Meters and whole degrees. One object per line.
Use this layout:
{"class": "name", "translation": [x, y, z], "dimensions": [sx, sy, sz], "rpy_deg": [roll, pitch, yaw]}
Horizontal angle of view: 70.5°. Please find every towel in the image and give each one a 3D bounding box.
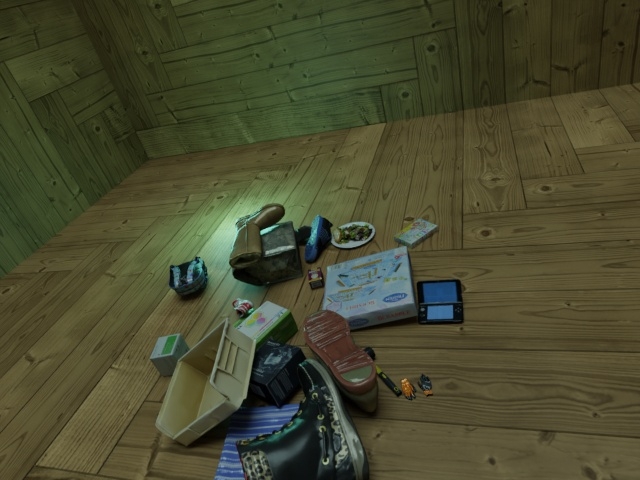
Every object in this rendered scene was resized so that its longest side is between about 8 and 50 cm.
{"class": "towel", "translation": [-0.159, 0.574, 1.185], "dimensions": [0.243, 0.040, 0.336], "rpy_deg": [-9, 32, 11]}

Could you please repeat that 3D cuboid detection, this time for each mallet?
{"class": "mallet", "translation": [0.164, 0.389, 1.326], "dimensions": [0.062, 0.039, 0.189], "rpy_deg": [-25, 37, -11]}

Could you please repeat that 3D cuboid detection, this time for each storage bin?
{"class": "storage bin", "translation": [-0.330, 0.415, 1.325], "dimensions": [0.262, 0.123, 0.260], "rpy_deg": [-40, 24, 24]}

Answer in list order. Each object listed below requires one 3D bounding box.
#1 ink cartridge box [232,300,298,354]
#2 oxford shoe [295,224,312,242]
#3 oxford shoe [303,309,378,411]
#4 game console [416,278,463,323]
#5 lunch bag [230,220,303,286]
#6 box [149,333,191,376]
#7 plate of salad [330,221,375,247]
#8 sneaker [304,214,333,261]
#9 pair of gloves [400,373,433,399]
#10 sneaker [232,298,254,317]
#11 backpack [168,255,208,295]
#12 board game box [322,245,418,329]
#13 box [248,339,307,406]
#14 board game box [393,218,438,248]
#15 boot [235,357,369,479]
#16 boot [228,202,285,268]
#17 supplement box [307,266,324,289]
{"class": "ink cartridge box", "translation": [-0.238, 0.301, 1.592], "dimensions": [0.255, 0.097, 0.189], "rpy_deg": [16, 45, 41]}
{"class": "oxford shoe", "translation": [-0.123, -0.010, 2.065], "dimensions": [0.212, 0.076, 0.076], "rpy_deg": [-17, -7, 15]}
{"class": "oxford shoe", "translation": [0.050, 0.345, 1.334], "dimensions": [0.140, 0.146, 0.397], "rpy_deg": [-20, 27, -9]}
{"class": "game console", "translation": [0.385, 0.198, 1.465], "dimensions": [0.144, 0.085, 0.124], "rpy_deg": [-5, 33, 19]}
{"class": "lunch bag", "translation": [-0.232, 0.062, 1.893], "dimensions": [0.287, 0.169, 0.235], "rpy_deg": [-12, 33, -1]}
{"class": "box", "translation": [-0.517, 0.397, 1.570], "dimensions": [0.087, 0.102, 0.101], "rpy_deg": [-13, 33, 10]}
{"class": "plate of salad", "translation": [0.138, -0.034, 1.980], "dimensions": [0.200, 0.048, 0.200], "rpy_deg": [-12, 31, 8]}
{"class": "sneaker", "translation": [0.000, 0.000, 1.963], "dimensions": [0.081, 0.090, 0.232], "rpy_deg": [-30, 38, 51]}
{"class": "pair of gloves", "translation": [0.269, 0.408, 1.265], "dimensions": [0.083, 0.010, 0.074], "rpy_deg": [-14, 31, 3]}
{"class": "sneaker", "translation": [-0.314, 0.259, 1.731], "dimensions": [0.118, 0.042, 0.067], "rpy_deg": [-5, 29, 44]}
{"class": "backpack", "translation": [-0.563, 0.168, 1.933], "dimensions": [0.158, 0.117, 0.173], "rpy_deg": [-19, 31, -3]}
{"class": "board game box", "translation": [0.169, 0.170, 1.599], "dimensions": [0.319, 0.066, 0.318], "rpy_deg": [-15, 31, 17]}
{"class": "box", "translation": [-0.142, 0.397, 1.377], "dimensions": [0.156, 0.093, 0.158], "rpy_deg": [1, 33, 45]}
{"class": "board game box", "translation": [0.394, -0.030, 1.870], "dimensions": [0.154, 0.026, 0.103], "rpy_deg": [-32, 35, -23]}
{"class": "boot", "translation": [-0.073, 0.483, 1.152], "dimensions": [0.284, 0.138, 0.377], "rpy_deg": [-15, 39, -16]}
{"class": "boot", "translation": [-0.245, -0.018, 1.801], "dimensions": [0.236, 0.089, 0.269], "rpy_deg": [-25, 34, 11]}
{"class": "supplement box", "translation": [-0.017, 0.148, 1.774], "dimensions": [0.055, 0.043, 0.083], "rpy_deg": [-16, 31, 4]}
